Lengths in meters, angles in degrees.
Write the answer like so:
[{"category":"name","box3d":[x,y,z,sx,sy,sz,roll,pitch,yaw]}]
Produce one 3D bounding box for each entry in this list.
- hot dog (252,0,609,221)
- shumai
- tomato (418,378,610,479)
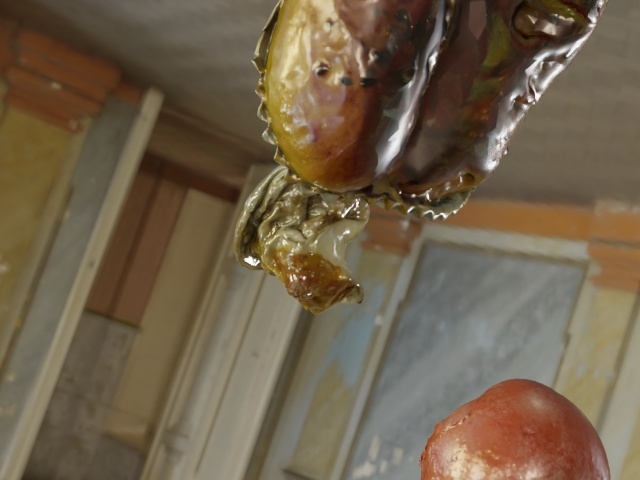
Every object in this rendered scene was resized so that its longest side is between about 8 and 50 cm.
[{"category":"hot dog","box3d":[0.074,-0.130,0.617,0.163,0.270,0.082,28,-179,-37]},{"category":"shumai","box3d":[-0.003,0.003,1.105,0.116,0.145,0.145,53,-172,24]},{"category":"tomato","box3d":[0.216,0.264,1.401,0.184,0.208,0.208,49,-172,27]}]
